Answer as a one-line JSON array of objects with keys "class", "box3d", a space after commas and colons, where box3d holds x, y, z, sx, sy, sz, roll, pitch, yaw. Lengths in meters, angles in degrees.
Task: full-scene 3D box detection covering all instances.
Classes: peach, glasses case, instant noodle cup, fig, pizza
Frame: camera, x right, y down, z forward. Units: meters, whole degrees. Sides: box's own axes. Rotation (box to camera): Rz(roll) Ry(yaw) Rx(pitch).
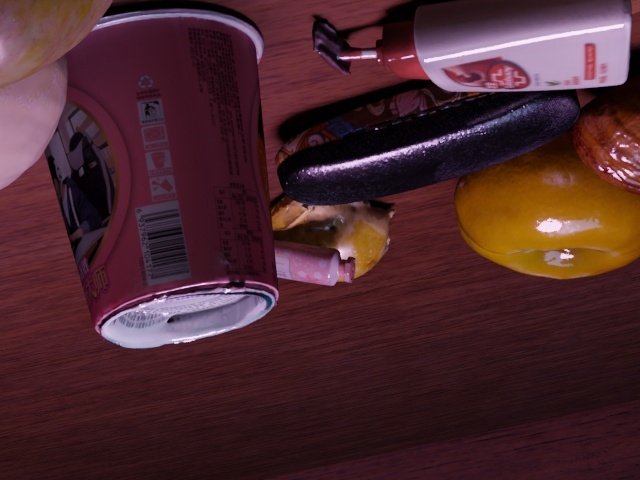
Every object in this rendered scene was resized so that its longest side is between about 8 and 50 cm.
[{"class": "peach", "box3d": [0.278, -0.041, 1.882, 0.251, 0.153, 0.251, 5, 159, 2]}, {"class": "glasses case", "box3d": [0.110, -0.107, 1.675, 0.321, 0.082, 0.122, -16, 162, 9]}, {"class": "instant noodle cup", "box3d": [-0.142, -0.047, 1.444, 0.244, 0.255, 0.244, -12, 163, -3]}, {"class": "fig", "box3d": [0.365, -0.085, 1.701, 0.146, 0.201, 0.134, -38, 172, -25]}, {"class": "pizza", "box3d": [0.007, 0.001, 1.931, 0.188, 0.080, 0.204, -6, 159, -13]}]

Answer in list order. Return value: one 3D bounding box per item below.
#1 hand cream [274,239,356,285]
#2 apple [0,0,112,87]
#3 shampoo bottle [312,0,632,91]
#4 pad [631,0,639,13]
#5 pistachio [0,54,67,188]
[{"class": "hand cream", "box3d": [-0.063, 0.019, 1.889, 0.210, 0.043, 0.067, 8, 140, 16]}, {"class": "apple", "box3d": [-0.233, -0.214, 0.946, 0.234, 0.257, 0.257, 13, 174, 30]}, {"class": "shampoo bottle", "box3d": [0.140, -0.180, 1.475, 0.284, 0.071, 0.153, -5, 164, 10]}, {"class": "pad", "box3d": [0.305, -0.273, 1.423, 0.286, 0.018, 0.284, -18, 160, 14]}, {"class": "pistachio", "box3d": [-0.285, -0.135, 1.218, 0.226, 0.208, 0.332, -55, 169, -6]}]
